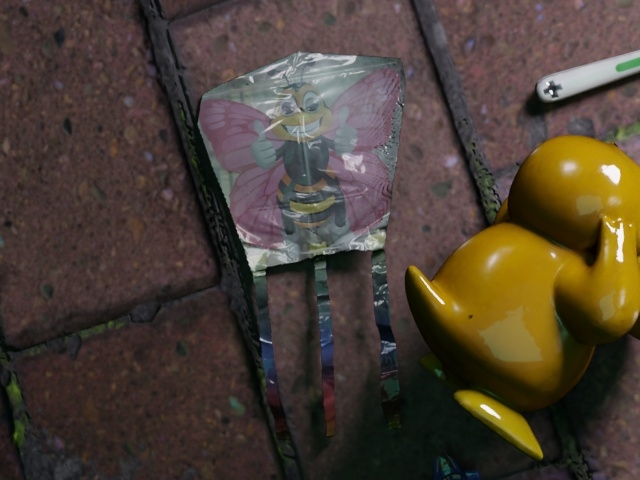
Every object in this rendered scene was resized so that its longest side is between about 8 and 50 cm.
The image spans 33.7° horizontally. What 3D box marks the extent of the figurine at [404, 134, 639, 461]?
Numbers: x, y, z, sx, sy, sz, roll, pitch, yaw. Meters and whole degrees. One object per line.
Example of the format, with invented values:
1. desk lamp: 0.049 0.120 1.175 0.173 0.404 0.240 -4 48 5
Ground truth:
1. figurine: 0.179 0.038 0.855 0.228 0.215 0.215 -32 81 -5

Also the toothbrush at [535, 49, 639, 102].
1. toothbrush: 0.334 -0.174 0.909 0.303 0.030 0.030 -16 84 10

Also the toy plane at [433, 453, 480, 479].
1. toy plane: 0.133 0.263 0.914 0.054 0.062 0.167 -21 93 9

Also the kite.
1. kite: -0.001 0.000 0.974 0.204 0.022 0.361 -10 84 11
